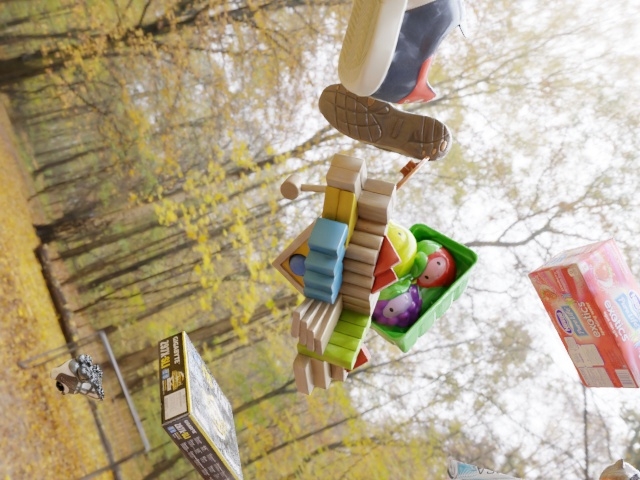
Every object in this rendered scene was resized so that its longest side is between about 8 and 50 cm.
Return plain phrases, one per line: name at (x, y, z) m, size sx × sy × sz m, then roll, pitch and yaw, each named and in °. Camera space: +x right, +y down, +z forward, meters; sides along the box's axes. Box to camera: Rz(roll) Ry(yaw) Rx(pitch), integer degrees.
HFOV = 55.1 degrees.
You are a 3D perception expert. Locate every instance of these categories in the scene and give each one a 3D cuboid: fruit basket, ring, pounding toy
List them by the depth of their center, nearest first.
pounding toy at (0.001, -0.009, 0.969) m, size 0.206 × 0.094 × 0.181 m, roll 45°, pitch -51°, yaw -3°
ring at (0.118, -0.079, 1.404) m, size 0.032 × 0.336 × 0.336 m, roll 45°, pitch -21°, yaw 1°
fruit basket at (0.236, 0.085, 1.759) m, size 0.283 × 0.392 × 0.392 m, roll 33°, pitch -38°, yaw 37°

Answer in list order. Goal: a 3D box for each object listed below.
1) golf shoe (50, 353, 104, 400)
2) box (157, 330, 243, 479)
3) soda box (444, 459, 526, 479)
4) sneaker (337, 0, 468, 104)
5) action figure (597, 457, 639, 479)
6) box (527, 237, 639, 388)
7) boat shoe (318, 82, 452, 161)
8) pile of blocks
golf shoe at (-0.567, 0.328, 1.441) m, size 0.198 × 0.093 × 0.077 m, roll 90°, pitch -18°, yaw -54°
box at (-0.289, 0.416, 1.476) m, size 0.257 × 0.079 × 0.322 m, roll -116°, pitch -176°, yaw -52°
soda box at (0.322, 0.468, 1.132) m, size 0.183 × 0.063 × 0.058 m, roll 9°, pitch -46°, yaw 23°
sneaker at (0.141, -0.348, 0.803) m, size 0.131 × 0.148 × 0.350 m, roll 39°, pitch -66°, yaw 62°
action figure at (0.614, 0.568, 1.142) m, size 0.341 × 0.178 × 0.330 m, roll -39°, pitch -146°, yaw 38°
box at (0.623, 0.167, 1.376) m, size 0.300 × 0.142 × 0.154 m, roll 62°, pitch -28°, yaw 0°
boat shoe at (0.157, -0.281, 1.545) m, size 0.355 × 0.132 × 0.130 m, roll 28°, pitch -1°, yaw 13°
pile of blocks at (0.043, 0.069, 0.843) m, size 0.112 × 0.149 × 0.362 m, roll 14°, pitch -63°, yaw 16°
